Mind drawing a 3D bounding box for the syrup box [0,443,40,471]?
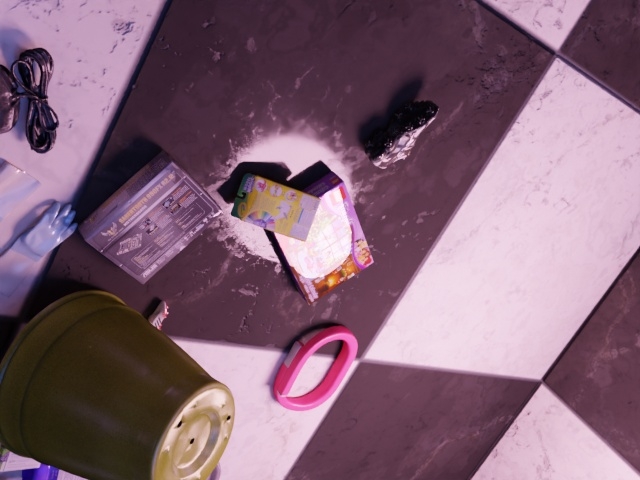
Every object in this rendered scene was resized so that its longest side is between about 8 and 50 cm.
[{"bbox_3d":[-0.627,0.373,1.564,0.096,0.093,0.236,6,118,-38],"label":"syrup box"}]

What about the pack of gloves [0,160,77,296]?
[{"bbox_3d":[-0.574,-0.005,1.347,0.232,0.046,0.195,-45,135,3],"label":"pack of gloves"}]

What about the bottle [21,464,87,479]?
[{"bbox_3d":[-0.552,0.529,1.738,0.283,0.092,0.118,5,115,-38],"label":"bottle"}]

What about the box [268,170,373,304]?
[{"bbox_3d":[0.000,0.000,1.747,0.201,0.057,0.293,-34,135,-10],"label":"box"}]

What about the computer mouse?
[{"bbox_3d":[-0.568,-0.214,1.179,0.272,0.072,0.188,-20,131,-39],"label":"computer mouse"}]

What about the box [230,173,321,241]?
[{"bbox_3d":[-0.100,-0.073,1.584,0.179,0.043,0.105,19,95,-22],"label":"box"}]

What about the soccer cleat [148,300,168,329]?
[{"bbox_3d":[-0.367,0.171,1.640,0.036,0.029,0.083,0,127,-40],"label":"soccer cleat"}]

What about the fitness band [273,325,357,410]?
[{"bbox_3d":[-0.011,0.357,2.018,0.209,0.054,0.290,10,117,-40],"label":"fitness band"}]

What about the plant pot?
[{"bbox_3d":[-0.371,0.324,1.429,0.366,0.353,0.366,-39,138,-46],"label":"plant pot"}]

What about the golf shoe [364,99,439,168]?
[{"bbox_3d":[0.193,-0.245,1.695,0.198,0.077,0.094,-37,147,3],"label":"golf shoe"}]

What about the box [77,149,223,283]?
[{"bbox_3d":[-0.339,-0.043,1.476,0.231,0.056,0.183,-43,136,-1],"label":"box"}]

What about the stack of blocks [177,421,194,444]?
[{"bbox_3d":[-0.369,0.415,1.632,0.171,0.297,0.087,-45,137,1],"label":"stack of blocks"}]

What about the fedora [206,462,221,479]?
[{"bbox_3d":[-0.342,0.605,1.870,0.244,0.124,0.275,-31,143,-47],"label":"fedora"}]
